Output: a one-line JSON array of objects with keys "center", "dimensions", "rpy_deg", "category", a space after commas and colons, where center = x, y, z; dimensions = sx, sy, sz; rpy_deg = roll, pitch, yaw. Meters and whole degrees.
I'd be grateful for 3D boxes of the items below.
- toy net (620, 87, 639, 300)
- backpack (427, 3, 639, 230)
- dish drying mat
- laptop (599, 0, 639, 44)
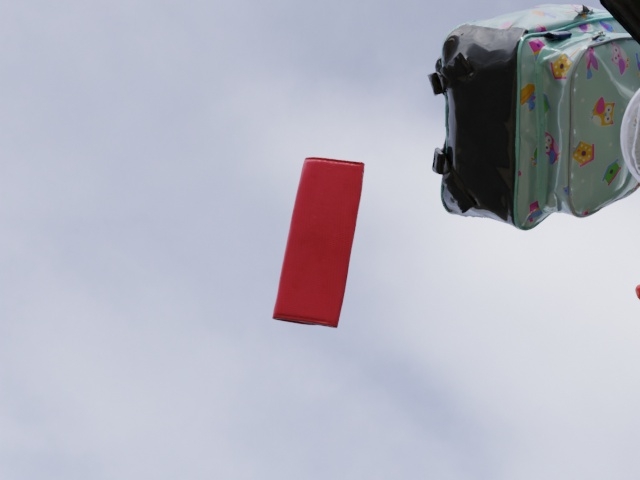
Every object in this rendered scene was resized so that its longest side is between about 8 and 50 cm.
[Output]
[{"center": [0.197, -0.024, 0.510], "dimensions": [0.122, 0.045, 0.232], "rpy_deg": [-27, -45, 26], "category": "toy net"}, {"center": [0.193, -0.106, 0.816], "dimensions": [0.144, 0.188, 0.166], "rpy_deg": [10, -64, 38], "category": "backpack"}, {"center": [0.000, 0.000, 0.488], "dimensions": [0.032, 0.083, 0.008], "rpy_deg": [8, -17, 7], "category": "dish drying mat"}, {"center": [0.361, -0.289, 0.903], "dimensions": [0.408, 0.236, 0.382], "rpy_deg": [29, -90, -40], "category": "laptop"}]
